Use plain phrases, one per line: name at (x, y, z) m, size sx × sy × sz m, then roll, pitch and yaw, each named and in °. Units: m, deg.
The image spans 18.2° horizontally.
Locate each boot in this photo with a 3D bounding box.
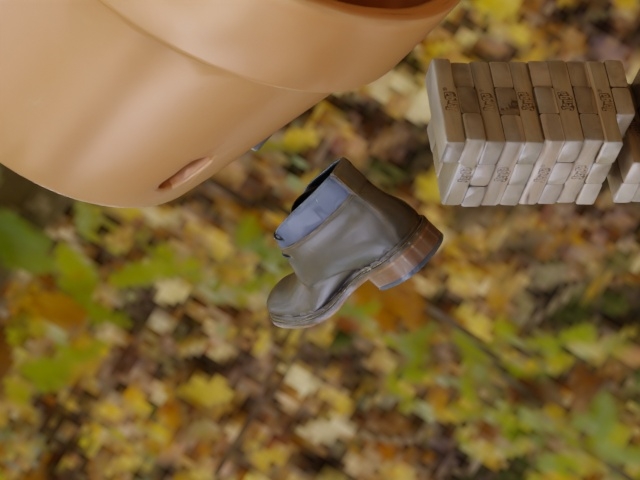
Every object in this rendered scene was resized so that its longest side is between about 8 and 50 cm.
boot at (0.000, 0.000, 1.652) m, size 0.106 × 0.082 × 0.219 m, roll 45°, pitch 141°, yaw -14°

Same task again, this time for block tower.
block tower at (0.251, -0.090, 1.686) m, size 0.335 × 0.097 × 0.091 m, roll 0°, pitch -126°, yaw -13°

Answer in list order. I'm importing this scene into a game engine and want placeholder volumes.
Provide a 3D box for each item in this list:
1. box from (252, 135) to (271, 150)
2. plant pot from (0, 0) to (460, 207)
box at (-0.091, -0.301, 1.926) m, size 0.294 × 0.296 × 0.183 m, roll 44°, pitch -174°, yaw 21°
plant pot at (-0.094, -0.156, 1.061) m, size 0.291 × 0.203 × 0.291 m, roll 28°, pitch -144°, yaw -22°
